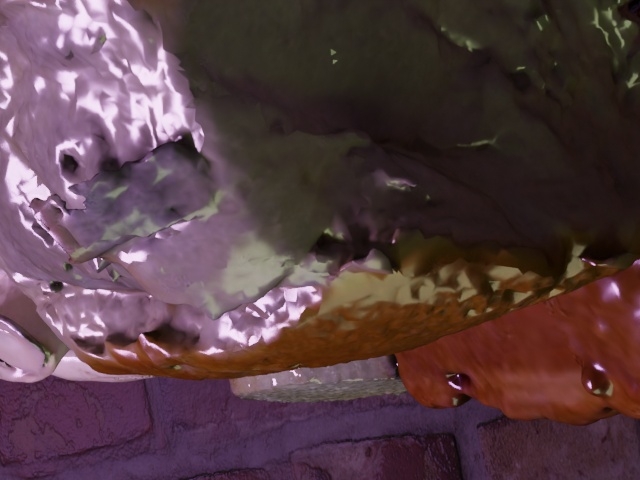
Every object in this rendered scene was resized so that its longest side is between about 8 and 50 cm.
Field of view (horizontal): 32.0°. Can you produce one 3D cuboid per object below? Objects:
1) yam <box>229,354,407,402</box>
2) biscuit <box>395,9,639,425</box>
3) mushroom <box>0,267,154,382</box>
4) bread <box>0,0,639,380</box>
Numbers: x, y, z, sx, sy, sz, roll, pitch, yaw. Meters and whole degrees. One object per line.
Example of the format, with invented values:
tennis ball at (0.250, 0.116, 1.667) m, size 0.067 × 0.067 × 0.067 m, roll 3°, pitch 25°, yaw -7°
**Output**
yam at (0.001, 0.000, 0.917) m, size 0.202 × 0.271 × 0.201 m, roll -9°, pitch 180°, yaw 44°
biscuit at (0.233, -0.051, 0.739) m, size 0.395 × 0.166 × 0.343 m, roll -39°, pitch -173°, yaw -23°
mushroom at (-0.179, 0.012, 0.796) m, size 0.246 × 0.246 × 0.202 m, roll -16°, pitch -149°, yaw 40°
bread at (-0.014, -0.056, 0.483) m, size 0.279 × 0.225 × 0.250 m, roll -21°, pitch -174°, yaw -31°
